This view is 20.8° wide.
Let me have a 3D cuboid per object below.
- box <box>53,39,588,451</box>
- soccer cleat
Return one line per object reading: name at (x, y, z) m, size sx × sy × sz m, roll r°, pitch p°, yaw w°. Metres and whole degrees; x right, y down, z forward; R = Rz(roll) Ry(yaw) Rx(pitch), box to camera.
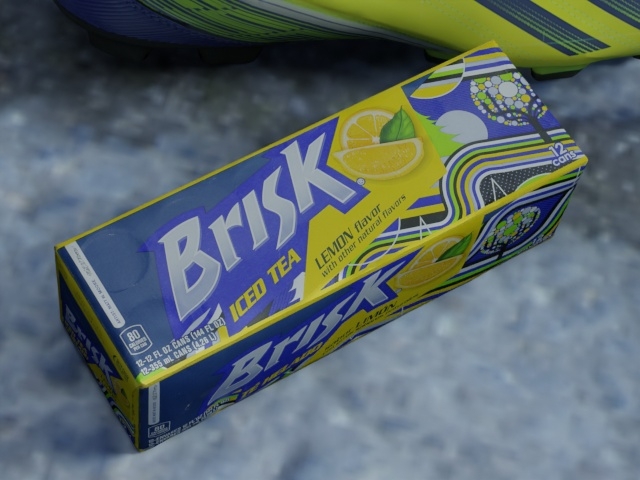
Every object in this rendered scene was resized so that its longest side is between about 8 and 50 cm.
box at (0.000, 0.000, 0.573) m, size 0.169 × 0.054 × 0.059 m, roll -27°, pitch 67°, yaw -18°
soccer cleat at (0.043, -0.120, 0.606) m, size 0.289 × 0.121 × 0.093 m, roll -4°, pitch 61°, yaw -9°
